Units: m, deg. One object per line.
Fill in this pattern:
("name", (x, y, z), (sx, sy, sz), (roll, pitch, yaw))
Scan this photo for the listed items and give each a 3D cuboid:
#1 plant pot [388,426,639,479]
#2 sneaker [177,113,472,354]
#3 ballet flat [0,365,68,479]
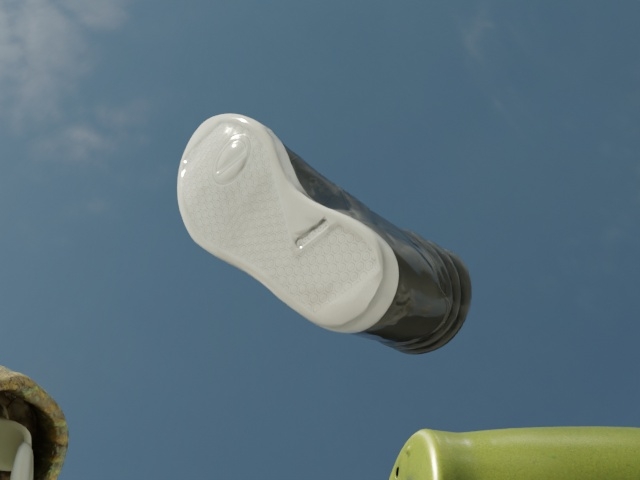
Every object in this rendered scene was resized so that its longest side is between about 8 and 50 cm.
("plant pot", (0.249, 0.346, 1.205), (0.353, 0.366, 0.366), (13, -78, -8))
("sneaker", (0.000, 0.000, 0.891), (0.147, 0.296, 0.104), (26, -81, -43))
("ballet flat", (-0.177, 0.129, 0.400), (0.123, 0.348, 0.123), (2, -74, 6))
